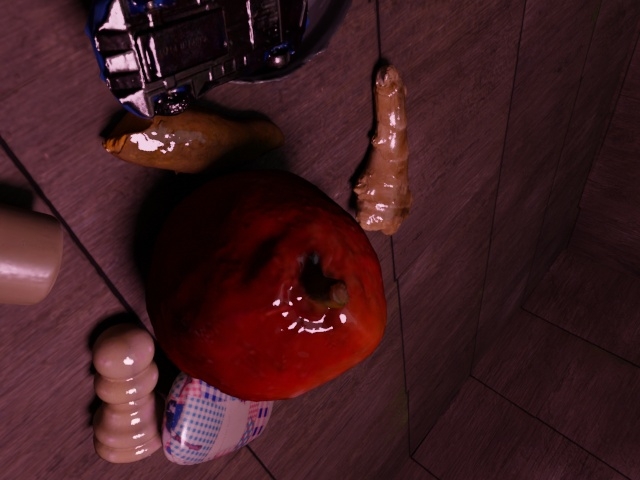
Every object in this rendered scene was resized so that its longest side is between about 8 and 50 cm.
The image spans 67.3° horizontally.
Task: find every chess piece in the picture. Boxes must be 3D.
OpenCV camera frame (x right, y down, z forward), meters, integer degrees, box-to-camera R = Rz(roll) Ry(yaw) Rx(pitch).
[{"bbox_3d":[-0.239,0.182,0.593,0.094,0.094,0.171,-23,129,-43],"label":"chess piece"}]

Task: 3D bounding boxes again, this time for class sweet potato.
[{"bbox_3d":[-0.113,-0.112,0.538,0.243,0.077,0.077,-9,123,-49],"label":"sweet potato"}]

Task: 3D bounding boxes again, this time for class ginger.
[{"bbox_3d":[0.105,-0.143,0.810,0.131,0.086,0.295,-24,126,-30],"label":"ginger"}]

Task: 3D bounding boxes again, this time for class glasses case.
[{"bbox_3d":[-0.139,0.250,0.727,0.327,0.076,0.125,47,50,-71],"label":"glasses case"}]

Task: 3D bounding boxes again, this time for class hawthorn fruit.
[{"bbox_3d":[-0.050,0.052,0.530,0.265,0.307,0.266,-2,93,-31],"label":"hawthorn fruit"}]

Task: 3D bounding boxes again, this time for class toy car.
[{"bbox_3d":[-0.091,-0.181,0.400,0.216,0.063,0.103,-40,144,-36],"label":"toy car"}]

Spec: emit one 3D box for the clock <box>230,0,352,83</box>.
[{"bbox_3d":[-0.066,-0.316,0.446,0.325,0.067,0.325,-33,139,-35],"label":"clock"}]

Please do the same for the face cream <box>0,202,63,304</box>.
[{"bbox_3d":[-0.353,-0.014,0.301,0.341,0.084,0.137,17,111,-50],"label":"face cream"}]
